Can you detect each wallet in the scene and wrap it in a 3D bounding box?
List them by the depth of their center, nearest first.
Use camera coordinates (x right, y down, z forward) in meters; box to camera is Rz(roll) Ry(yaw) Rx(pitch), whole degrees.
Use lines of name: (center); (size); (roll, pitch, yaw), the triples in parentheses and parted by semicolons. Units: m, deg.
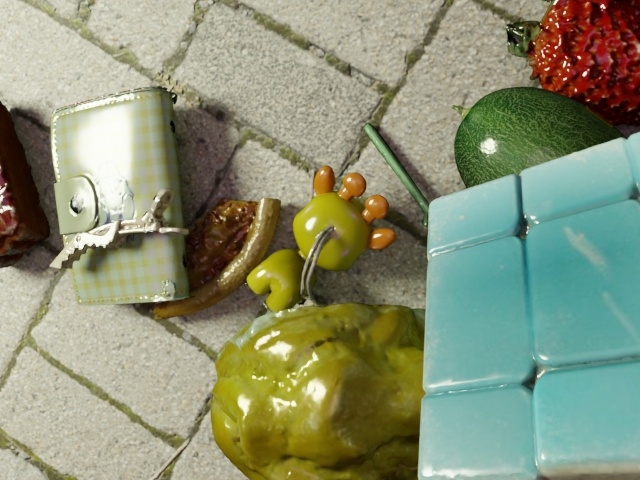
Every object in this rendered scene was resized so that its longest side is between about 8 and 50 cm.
wallet: (-0.303, -0.060, 0.886); (0.223, 0.077, 0.310); (-5, 88, 17)

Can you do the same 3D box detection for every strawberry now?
strawberry: (0.381, -0.238, 0.757); (0.286, 0.106, 0.188); (25, 102, 7)

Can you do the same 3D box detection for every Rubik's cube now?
Rubik's cube: (0.307, 0.120, 0.570); (0.315, 0.319, 0.322); (-16, 46, 33)

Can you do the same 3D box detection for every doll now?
doll: (0.000, 0.000, 0.830); (0.221, 0.135, 0.143); (-44, 83, 22)

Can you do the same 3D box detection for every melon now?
melon: (0.286, -0.090, 0.747); (0.287, 0.182, 0.182); (39, 100, 3)

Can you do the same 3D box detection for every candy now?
candy: (0.155, -0.038, 0.839); (0.097, 0.097, 0.324); (-36, 79, 11)

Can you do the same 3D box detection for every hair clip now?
hair clip: (-0.293, -0.013, 0.829); (0.225, 0.034, 0.072); (-16, 84, 16)

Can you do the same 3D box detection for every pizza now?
pizza: (-0.166, 0.021, 0.902); (0.271, 0.056, 0.134); (-33, 88, 11)

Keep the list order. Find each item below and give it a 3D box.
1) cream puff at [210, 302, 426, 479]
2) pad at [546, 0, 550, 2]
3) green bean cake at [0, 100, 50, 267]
cream puff: (0.044, 0.234, 0.728); (0.377, 0.378, 0.276); (-8, 71, 11)
pad: (0.409, -0.382, 0.795); (0.234, 0.003, 0.158); (19, 97, 9)
green bean cake: (-0.534, -0.084, 0.942); (0.198, 0.097, 0.233); (-34, 87, 11)
